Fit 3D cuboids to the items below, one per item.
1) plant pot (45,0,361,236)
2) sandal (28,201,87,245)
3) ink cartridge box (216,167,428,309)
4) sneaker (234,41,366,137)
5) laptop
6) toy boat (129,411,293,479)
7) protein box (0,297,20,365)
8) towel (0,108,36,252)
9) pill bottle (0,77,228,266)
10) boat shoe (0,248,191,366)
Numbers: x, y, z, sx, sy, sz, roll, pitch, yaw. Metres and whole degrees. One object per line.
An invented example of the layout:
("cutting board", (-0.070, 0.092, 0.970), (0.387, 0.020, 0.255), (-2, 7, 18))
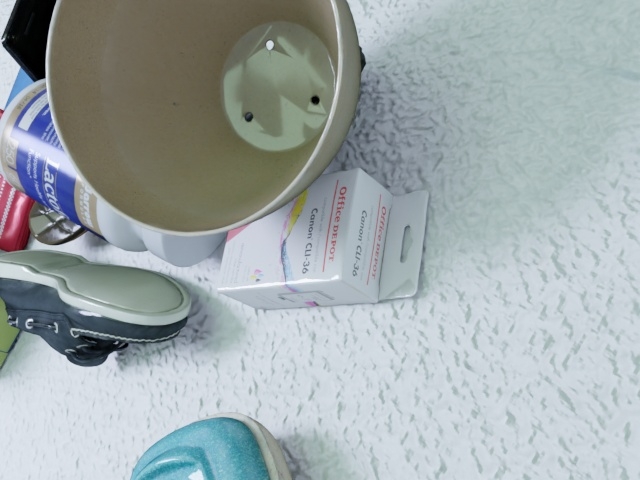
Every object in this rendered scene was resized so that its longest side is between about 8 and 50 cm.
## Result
("plant pot", (-0.077, -0.152, 0.722), (0.284, 0.191, 0.284), (2, 96, 23))
("sandal", (-0.284, -0.060, 1.022), (0.219, 0.060, 0.090), (-35, 60, 3))
("ink cartridge box", (0.000, 0.000, 0.750), (0.198, 0.067, 0.115), (-8, 64, 36))
("sneaker", (-0.047, -0.145, 0.859), (0.234, 0.078, 0.106), (-13, 68, 35))
("laptop", (-0.420, -0.375, 1.169), (0.236, 0.408, 0.382), (12, 75, 7))
("toy boat", (-0.153, 0.307, 0.670), (0.318, 0.148, 0.267), (-32, 52, 23))
("protein box", (-0.540, 0.069, 1.063), (0.201, 0.200, 0.136), (27, 87, 43))
("towel", (-0.533, -0.112, 1.142), (0.275, 0.031, 0.199), (20, 94, 5))
("pill bottle", (-0.230, -0.078, 0.888), (0.264, 0.153, 0.153), (26, 86, 26))
("boat shoe", (-0.276, 0.090, 0.907), (0.340, 0.127, 0.113), (9, 104, 34))
